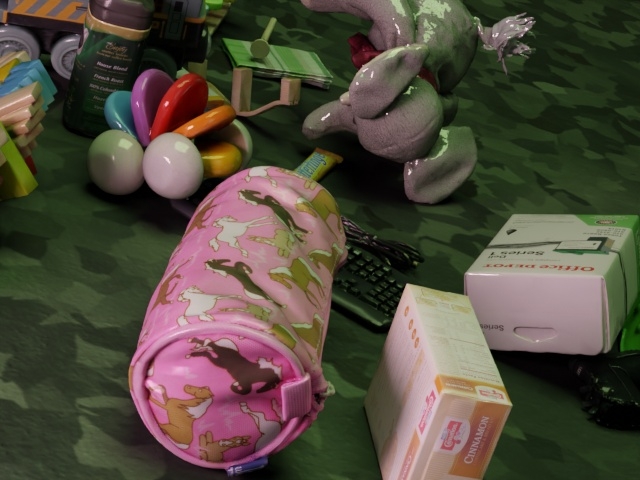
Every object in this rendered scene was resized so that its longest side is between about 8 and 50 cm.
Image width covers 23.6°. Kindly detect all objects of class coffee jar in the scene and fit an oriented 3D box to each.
[{"bbox_3d":[-0.257,-0.225,1.864,0.079,0.184,0.096,11,27,-15],"label":"coffee jar"}]

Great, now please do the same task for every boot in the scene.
[{"bbox_3d":[0.332,0.160,1.651,0.121,0.045,0.099,6,28,-20],"label":"boot"}]

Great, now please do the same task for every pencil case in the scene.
[{"bbox_3d":[-0.066,0.059,1.452,0.167,0.160,0.386,48,19,-16],"label":"pencil case"}]

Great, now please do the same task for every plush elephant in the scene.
[{"bbox_3d":[0.095,-0.197,2.003,0.330,0.272,0.255,5,46,38],"label":"plush elephant"}]

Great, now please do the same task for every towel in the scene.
[{"bbox_3d":[-0.066,-0.263,2.276,0.152,0.023,0.113,6,25,-20],"label":"towel"}]

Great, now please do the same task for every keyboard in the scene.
[{"bbox_3d":[0.000,0.000,1.767,0.317,0.033,0.201,30,27,22],"label":"keyboard"}]

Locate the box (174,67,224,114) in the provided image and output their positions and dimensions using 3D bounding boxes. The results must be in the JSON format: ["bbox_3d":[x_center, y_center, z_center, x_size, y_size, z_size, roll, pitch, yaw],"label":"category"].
[{"bbox_3d":[-0.201,-0.207,2.056,0.081,0.028,0.136,-6,32,-42],"label":"box"}]

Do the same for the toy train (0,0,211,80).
[{"bbox_3d":[-0.296,-0.304,1.949,0.334,0.190,0.142,7,46,-12],"label":"toy train"}]

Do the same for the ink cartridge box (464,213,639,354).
[{"bbox_3d":[0.267,0.045,1.728,0.160,0.092,0.219,1,18,21],"label":"ink cartridge box"}]

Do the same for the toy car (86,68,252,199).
[{"bbox_3d":[-0.175,-0.127,1.749,0.182,0.136,0.159,5,18,28],"label":"toy car"}]

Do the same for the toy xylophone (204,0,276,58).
[{"bbox_3d":[-0.177,-0.358,2.293,0.236,0.081,0.323,9,25,-5],"label":"toy xylophone"}]

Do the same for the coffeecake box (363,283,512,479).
[{"bbox_3d":[0.102,0.150,1.395,0.068,0.142,0.185,12,26,-13],"label":"coffeecake box"}]

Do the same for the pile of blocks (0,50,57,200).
[{"bbox_3d":[-0.331,-0.099,1.623,0.149,0.113,0.362,-21,23,15],"label":"pile of blocks"}]

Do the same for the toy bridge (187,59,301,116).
[{"bbox_3d":[-0.107,-0.201,2.060,0.188,0.063,0.026,15,19,36],"label":"toy bridge"}]

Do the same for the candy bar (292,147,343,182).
[{"bbox_3d":[-0.014,-0.087,1.950,0.040,0.018,0.161,23,24,11],"label":"candy bar"}]

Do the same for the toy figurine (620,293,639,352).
[{"bbox_3d":[0.442,0.117,1.776,0.159,0.130,0.173,30,-3,-8],"label":"toy figurine"}]
